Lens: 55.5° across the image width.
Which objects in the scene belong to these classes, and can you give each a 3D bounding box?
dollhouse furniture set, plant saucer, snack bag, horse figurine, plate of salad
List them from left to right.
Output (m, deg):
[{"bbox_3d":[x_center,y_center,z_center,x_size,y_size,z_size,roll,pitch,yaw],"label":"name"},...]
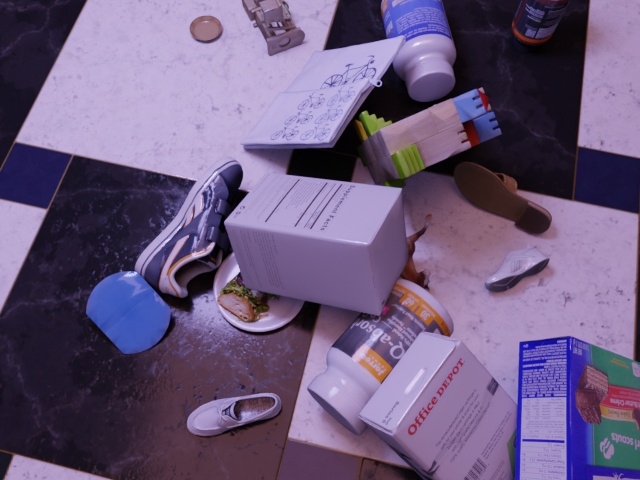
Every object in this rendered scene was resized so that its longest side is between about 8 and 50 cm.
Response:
[{"bbox_3d":[-0.295,-0.544,1.570,0.083,0.015,0.083,0,67,-1],"label":"plant saucer"},{"bbox_3d":[-0.127,0.092,1.279,0.200,0.048,0.199,0,66,0],"label":"plate of salad"},{"bbox_3d":[-0.122,-0.592,1.512,0.101,0.161,0.181,-23,70,-10],"label":"dollhouse furniture set"},{"bbox_3d":[0.004,-0.334,1.363,0.323,0.037,0.342,10,59,50],"label":"snack bag"},{"bbox_3d":[0.120,-0.005,1.277,0.263,0.174,0.066,17,42,14],"label":"horse figurine"}]

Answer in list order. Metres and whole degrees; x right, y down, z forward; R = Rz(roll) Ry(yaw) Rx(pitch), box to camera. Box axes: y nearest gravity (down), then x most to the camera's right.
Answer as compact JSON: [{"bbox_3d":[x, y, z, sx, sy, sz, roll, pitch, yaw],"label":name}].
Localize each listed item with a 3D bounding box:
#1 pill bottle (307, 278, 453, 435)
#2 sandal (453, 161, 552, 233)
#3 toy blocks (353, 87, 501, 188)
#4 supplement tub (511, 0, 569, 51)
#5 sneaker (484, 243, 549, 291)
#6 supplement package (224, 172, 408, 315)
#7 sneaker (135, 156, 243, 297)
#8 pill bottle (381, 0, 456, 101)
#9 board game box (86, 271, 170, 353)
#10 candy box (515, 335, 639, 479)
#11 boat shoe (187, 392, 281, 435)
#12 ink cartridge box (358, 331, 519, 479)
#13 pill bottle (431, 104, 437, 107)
[{"bbox_3d":[0.113,0.220,1.162,0.162,0.162,0.278,38,72,15],"label":"pill bottle"},{"bbox_3d":[0.409,-0.106,1.363,0.240,0.088,0.079,34,39,6],"label":"sandal"},{"bbox_3d":[0.232,-0.214,1.233,0.261,0.381,0.190,-24,94,-2],"label":"toy blocks"},{"bbox_3d":[0.528,-0.548,1.472,0.106,0.198,0.106,0,68,-1],"label":"supplement tub"},{"bbox_3d":[0.408,0.060,1.296,0.152,0.053,0.061,-25,54,-13],"label":"sneaker"},{"bbox_3d":[0.000,0.000,1.168,0.293,0.177,0.175,10,43,25],"label":"supplement package"},{"bbox_3d":[-0.241,-0.022,1.288,0.127,0.126,0.321,33,82,18],"label":"sneaker"},{"bbox_3d":[0.240,-0.478,1.468,0.152,0.152,0.272,-6,67,-3],"label":"pill bottle"},{"bbox_3d":[-0.391,0.145,1.257,0.133,0.033,0.168,-42,94,-3],"label":"board game box"},{"bbox_3d":[0.475,0.356,1.066,0.268,0.122,0.317,21,66,-27],"label":"candy box"},{"bbox_3d":[-0.167,0.331,1.167,0.184,0.063,0.066,-7,67,-3],"label":"boat shoe"},{"bbox_3d":[0.231,0.324,1.072,0.273,0.115,0.198,48,71,-20],"label":"ink cartridge box"},{"bbox_3d":[0.302,-0.261,1.420,0.120,0.067,0.067,34,71,13],"label":"pill bottle"}]
